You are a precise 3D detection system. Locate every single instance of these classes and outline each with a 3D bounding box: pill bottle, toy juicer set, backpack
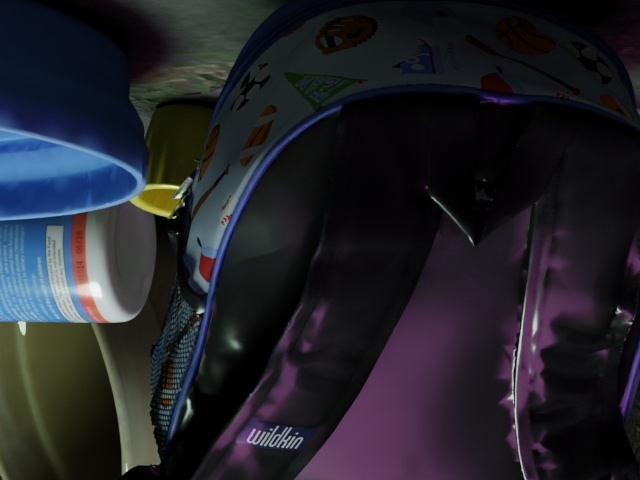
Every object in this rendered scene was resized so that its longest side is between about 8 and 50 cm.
[{"bbox_3d":[-0.247,0.001,1.314,0.221,0.124,0.124,-1,172,13],"label":"pill bottle"},{"bbox_3d":[0.058,-0.029,1.065,0.329,0.089,0.209,-7,158,38],"label":"toy juicer set"},{"bbox_3d":[0.050,0.003,0.850,0.276,0.213,0.263,3,133,-17],"label":"backpack"}]

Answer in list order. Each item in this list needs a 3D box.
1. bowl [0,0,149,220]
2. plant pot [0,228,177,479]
[{"bbox_3d":[-0.288,-0.075,0.936,0.391,0.077,0.391,2,172,0],"label":"bowl"},{"bbox_3d":[-0.146,0.114,1.647,0.280,0.323,0.323,-15,-177,-34],"label":"plant pot"}]
